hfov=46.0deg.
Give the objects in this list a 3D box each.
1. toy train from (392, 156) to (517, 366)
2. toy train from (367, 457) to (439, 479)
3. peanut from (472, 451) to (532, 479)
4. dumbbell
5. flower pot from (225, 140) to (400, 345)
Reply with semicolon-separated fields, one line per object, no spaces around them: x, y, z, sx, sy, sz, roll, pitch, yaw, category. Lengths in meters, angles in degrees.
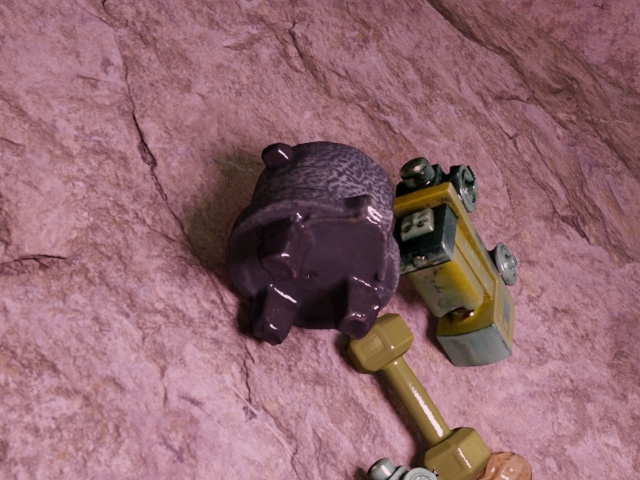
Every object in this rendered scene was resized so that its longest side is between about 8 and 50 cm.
0.250;0.040;1.405;0.397;0.160;0.253;55;35;-31;toy train
0.147;0.470;1.118;0.177;0.116;0.285;-37;87;-35;toy train
0.295;0.417;1.275;0.083;0.094;0.194;25;28;35;peanut
0.160;0.269;1.266;0.302;0.121;0.108;58;16;10;dumbbell
0.000;0.000;1.200;0.299;0.299;0.283;30;42;-17;flower pot
